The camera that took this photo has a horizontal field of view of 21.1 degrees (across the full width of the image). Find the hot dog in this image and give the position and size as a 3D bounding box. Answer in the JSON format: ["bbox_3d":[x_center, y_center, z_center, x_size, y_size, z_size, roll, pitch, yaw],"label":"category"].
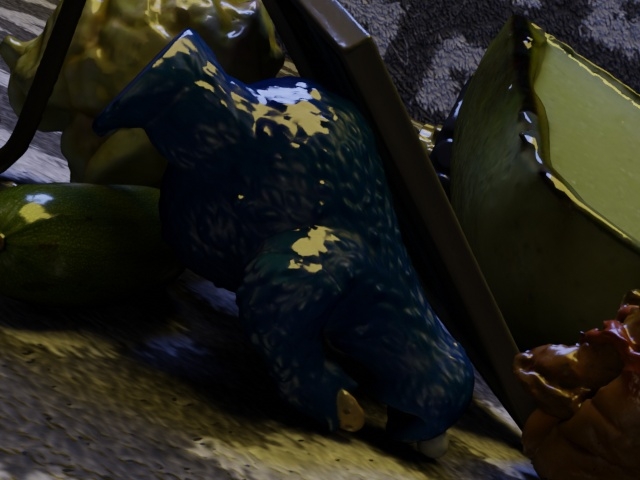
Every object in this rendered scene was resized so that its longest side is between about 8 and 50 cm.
[{"bbox_3d":[0.253,0.021,0.927,0.117,0.349,0.158,57,18,5],"label":"hot dog"}]

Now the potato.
[{"bbox_3d":[0.206,0.028,1.294,0.330,0.213,0.280,34,27,2],"label":"potato"}]

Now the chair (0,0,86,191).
[{"bbox_3d":[-0.276,-0.201,0.804,0.362,0.364,0.410,25,13,9],"label":"chair"}]

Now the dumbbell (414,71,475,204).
[{"bbox_3d":[0.240,-0.026,1.632,0.388,0.185,0.185,24,9,10],"label":"dumbbell"}]

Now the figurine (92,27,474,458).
[{"bbox_3d":[-0.003,-0.002,0.881,0.262,0.121,0.164,49,9,-22],"label":"figurine"}]

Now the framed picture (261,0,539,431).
[{"bbox_3d":[0.039,-0.044,1.026,0.315,0.024,0.232,60,-3,-36],"label":"framed picture"}]

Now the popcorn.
[{"bbox_3d":[-0.102,-0.088,1.113,0.187,0.167,0.185,66,-15,-12],"label":"popcorn"}]

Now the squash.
[{"bbox_3d":[-0.113,0.002,0.908,0.066,0.066,0.252,26,9,14],"label":"squash"}]
